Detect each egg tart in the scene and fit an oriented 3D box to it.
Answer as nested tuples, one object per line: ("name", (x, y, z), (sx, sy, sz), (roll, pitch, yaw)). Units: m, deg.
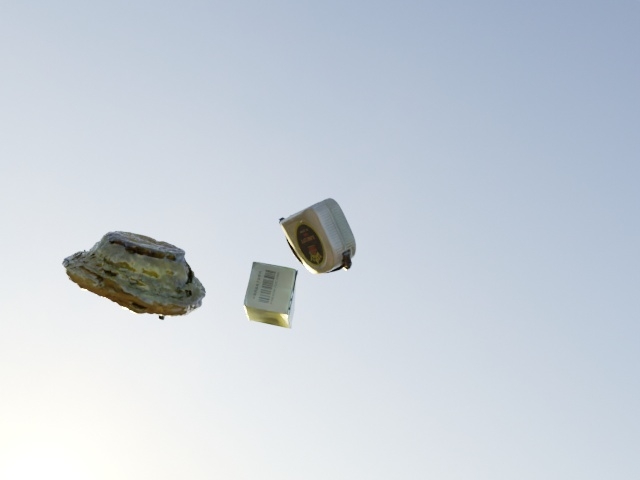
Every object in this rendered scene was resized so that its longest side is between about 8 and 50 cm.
("egg tart", (-0.360, 0.055, 1.615), (0.294, 0.123, 0.294), (20, 6, -2))

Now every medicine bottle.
("medicine bottle", (-0.141, 0.160, 2.346), (0.141, 0.137, 0.250), (12, -15, 2))

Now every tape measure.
("tape measure", (0.000, 0.000, 2.538), (0.271, 0.133, 0.231), (-19, -84, 57))

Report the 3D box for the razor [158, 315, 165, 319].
("razor", (-0.469, 0.149, 2.363), (0.066, 0.033, 0.190), (10, -65, 14))
